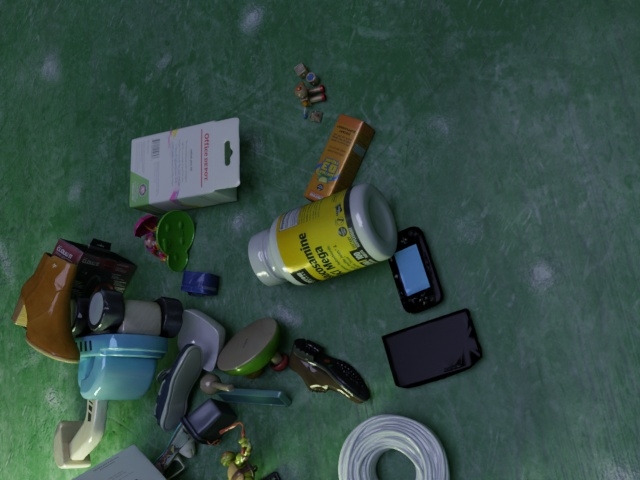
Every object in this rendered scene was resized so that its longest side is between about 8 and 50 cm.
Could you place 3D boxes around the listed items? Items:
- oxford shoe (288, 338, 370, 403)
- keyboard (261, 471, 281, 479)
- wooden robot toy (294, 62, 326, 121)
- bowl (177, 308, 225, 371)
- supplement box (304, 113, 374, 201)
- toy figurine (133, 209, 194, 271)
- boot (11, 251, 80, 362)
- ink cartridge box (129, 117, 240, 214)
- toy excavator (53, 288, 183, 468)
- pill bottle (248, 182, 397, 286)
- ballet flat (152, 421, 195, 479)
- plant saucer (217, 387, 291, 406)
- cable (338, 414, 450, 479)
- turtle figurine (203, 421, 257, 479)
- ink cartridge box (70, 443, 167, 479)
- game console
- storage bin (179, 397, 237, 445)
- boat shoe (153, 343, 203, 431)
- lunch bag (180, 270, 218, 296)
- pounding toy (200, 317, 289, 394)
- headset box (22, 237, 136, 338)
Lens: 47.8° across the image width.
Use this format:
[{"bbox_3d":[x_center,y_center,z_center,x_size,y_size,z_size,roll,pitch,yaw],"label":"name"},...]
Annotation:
[{"bbox_3d":[0.019,0.332,1.736,0.227,0.083,0.096,31,112,27],"label":"oxford shoe"},{"bbox_3d":[-0.155,0.659,1.768,0.180,0.023,0.108,-38,67,14],"label":"keyboard"},{"bbox_3d":[-0.036,-0.399,1.903,0.076,0.079,0.173,-16,73,21],"label":"wooden robot toy"},{"bbox_3d":[-0.302,0.253,1.883,0.142,0.053,0.142,30,121,29],"label":"bowl"},{"bbox_3d":[0.048,-0.194,1.823,0.078,0.080,0.233,23,92,29],"label":"supplement box"},{"bbox_3d":[-0.450,-0.007,2.013,0.159,0.130,0.173,9,108,39],"label":"toy figurine"},{"bbox_3d":[-0.657,0.157,1.804,0.295,0.104,0.211,28,91,36],"label":"boot"},{"bbox_3d":[-0.345,-0.199,1.981,0.354,0.119,0.207,-7,76,24],"label":"ink cartridge box"},{"bbox_3d":[-0.570,0.373,1.891,0.433,0.222,0.444,-14,69,46],"label":"toy excavator"},{"bbox_3d":[0.000,0.000,1.734,0.334,0.188,0.187,-20,71,28],"label":"pill bottle"},{"bbox_3d":[-0.374,0.554,1.871,0.079,0.077,0.221,37,101,8],"label":"ballet flat"},{"bbox_3d":[-0.171,0.392,1.806,0.192,0.067,0.018,-2,55,24],"label":"plant saucer"},{"bbox_3d":[0.165,0.519,1.611,0.257,0.089,0.257,-18,70,18],"label":"cable"},{"bbox_3d":[-0.193,0.592,1.749,0.217,0.087,0.269,48,119,41],"label":"turtle figurine"},{"bbox_3d":[-0.465,0.692,1.769,0.270,0.197,0.198,37,128,26],"label":"ink cartridge box"},{"bbox_3d":[0.227,0.149,1.688,0.213,0.044,0.361,-22,70,19],"label":"game console"},{"bbox_3d":[-0.271,0.454,1.809,0.091,0.135,0.098,-43,65,0],"label":"storage bin"},{"bbox_3d":[-0.375,0.373,1.878,0.079,0.095,0.254,33,115,38],"label":"boat shoe"},{"bbox_3d":[-0.328,0.118,1.935,0.099,0.067,0.065,3,80,26],"label":"lunch bag"},{"bbox_3d":[-0.168,0.311,1.792,0.183,0.110,0.237,-8,35,52],"label":"pounding toy"},{"bbox_3d":[-0.661,0.135,2.001,0.110,0.218,0.293,26,92,29],"label":"headset box"}]
